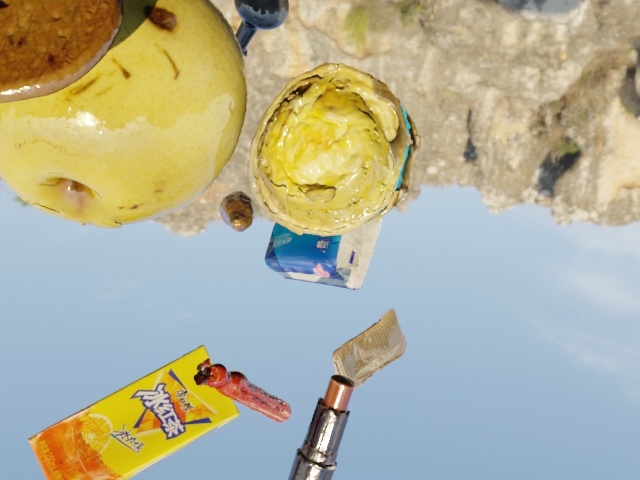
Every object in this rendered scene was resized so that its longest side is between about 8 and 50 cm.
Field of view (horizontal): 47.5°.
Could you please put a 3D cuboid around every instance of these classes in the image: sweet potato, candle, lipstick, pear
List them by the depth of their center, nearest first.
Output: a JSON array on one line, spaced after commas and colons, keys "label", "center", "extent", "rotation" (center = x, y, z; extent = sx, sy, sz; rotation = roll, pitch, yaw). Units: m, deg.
[{"label": "pear", "center": [-0.267, -0.184, 0.949], "extent": [0.348, 0.349, 0.348], "rotation": [3, -162, -1]}, {"label": "lipstick", "center": [-0.003, 0.392, 1.345], "extent": [0.081, 0.300, 0.081], "rotation": [19, -175, -2]}, {"label": "candle", "center": [-0.133, 0.290, 1.378], "extent": [0.051, 0.329, 0.048], "rotation": [-32, -125, 9]}, {"label": "sweet potato", "center": [-0.207, -0.075, 1.808], "extent": [0.097, 0.097, 0.292], "rotation": [1, -176, -6]}]

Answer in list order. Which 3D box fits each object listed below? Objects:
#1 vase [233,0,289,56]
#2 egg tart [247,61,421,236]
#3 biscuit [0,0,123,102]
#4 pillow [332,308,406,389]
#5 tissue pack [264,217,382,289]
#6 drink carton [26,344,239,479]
[{"label": "vase", "center": [-0.143, -0.464, 1.532], "extent": [0.120, 0.183, 0.120], "rotation": [21, -139, -20]}, {"label": "egg tart", "center": [0.009, -0.135, 1.121], "extent": [0.290, 0.291, 0.107], "rotation": [10, -178, 20]}, {"label": "biscuit", "center": [-0.289, -0.217, 0.693], "extent": [0.212, 0.212, 0.036], "rotation": [3, 155, 0]}, {"label": "pillow", "center": [0.119, 0.267, 1.739], "extent": [0.211, 0.135, 0.034], "rotation": [-34, -149, -23]}, {"label": "tissue pack", "center": [0.000, 0.000, 1.804], "extent": [0.269, 0.209, 0.137], "rotation": [8, 165, 45]}, {"label": "drink carton", "center": [-0.342, 0.349, 1.365], "extent": [0.351, 0.155, 0.111], "rotation": [-27, 170, -16]}]
